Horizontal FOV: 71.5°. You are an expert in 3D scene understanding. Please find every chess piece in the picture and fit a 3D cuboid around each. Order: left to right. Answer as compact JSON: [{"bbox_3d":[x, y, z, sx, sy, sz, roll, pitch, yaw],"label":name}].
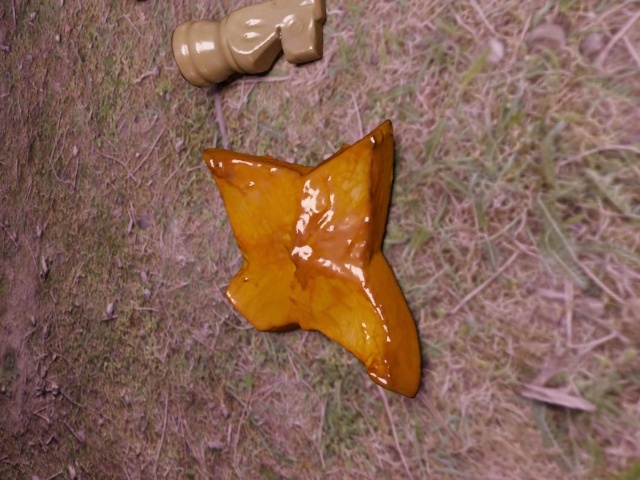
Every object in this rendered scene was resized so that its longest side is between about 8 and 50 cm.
[{"bbox_3d":[-0.089,-0.265,0.585,0.201,0.090,0.090,-5,88,22],"label":"chess piece"}]

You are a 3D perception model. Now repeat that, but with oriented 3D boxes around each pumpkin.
[{"bbox_3d":[-0.016,0.019,0.524,0.258,0.095,0.290,-4,92,29],"label":"pumpkin"}]
